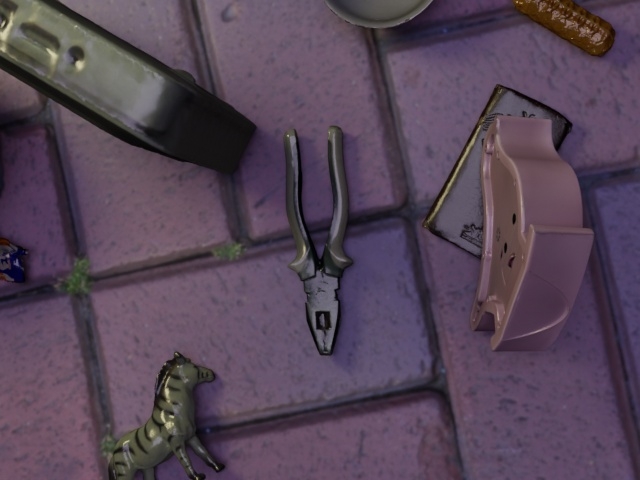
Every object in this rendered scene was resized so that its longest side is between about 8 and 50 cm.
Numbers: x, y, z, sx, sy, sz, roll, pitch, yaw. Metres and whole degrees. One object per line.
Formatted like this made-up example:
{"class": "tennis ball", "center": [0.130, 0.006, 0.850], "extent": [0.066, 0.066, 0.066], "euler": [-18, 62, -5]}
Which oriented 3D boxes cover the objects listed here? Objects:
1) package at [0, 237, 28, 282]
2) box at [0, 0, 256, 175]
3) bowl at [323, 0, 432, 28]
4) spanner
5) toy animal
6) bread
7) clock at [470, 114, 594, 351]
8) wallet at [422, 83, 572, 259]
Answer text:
{"class": "package", "center": [-0.479, 0.020, 1.460], "extent": [0.110, 0.033, 0.077], "euler": [18, 114, 21]}
{"class": "box", "center": [-0.295, -0.223, 1.260], "extent": [0.396, 0.396, 0.111], "euler": [30, 94, 8]}
{"class": "bowl", "center": [0.085, -0.377, 1.372], "extent": [0.189, 0.086, 0.189], "euler": [0, 87, 8]}
{"class": "spanner", "center": [0.000, 0.000, 1.394], "extent": [0.095, 0.040, 0.325], "euler": [-3, 87, 8]}
{"class": "toy animal", "center": [-0.229, 0.280, 1.402], "extent": [0.217, 0.073, 0.176], "euler": [-35, 79, 10]}
{"class": "bread", "center": [0.335, -0.309, 1.357], "extent": [0.157, 0.044, 0.052], "euler": [34, 87, 6]}
{"class": "clock", "center": [0.257, 0.008, 1.277], "extent": [0.080, 0.290, 0.275], "euler": [3, 44, -5]}
{"class": "wallet", "center": [0.247, -0.093, 1.368], "extent": [0.121, 0.031, 0.232], "euler": [29, 93, 7]}
